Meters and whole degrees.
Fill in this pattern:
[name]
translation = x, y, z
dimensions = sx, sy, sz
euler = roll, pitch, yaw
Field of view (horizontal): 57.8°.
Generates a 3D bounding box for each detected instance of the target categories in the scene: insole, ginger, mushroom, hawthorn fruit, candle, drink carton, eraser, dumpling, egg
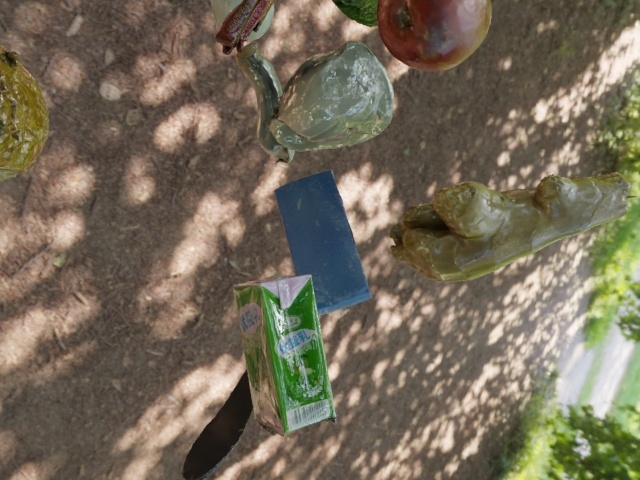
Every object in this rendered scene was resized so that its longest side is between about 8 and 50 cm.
[insole]
translation = -0.184, 0.364, 1.201
dimensions = 0.012, 0.110, 0.309
euler = 64, 34, -26
[ginger]
translation = 0.292, -0.051, 0.960
dimensions = 0.236, 0.375, 0.166
euler = 44, 23, -24
[mushroom]
translation = -0.119, -0.306, 1.316
dimensions = 0.096, 0.099, 0.278
euler = -21, 113, -18
[hawthorn fruit]
translation = 0.162, -0.324, 0.833
dimensions = 0.173, 0.173, 0.173
euler = -29, 128, -45
[candle]
translation = -0.120, -0.491, 1.155
dimensions = 0.302, 0.059, 0.084
euler = -63, 180, -15
[drink carton]
translation = -0.068, 0.199, 1.045
dimensions = 0.108, 0.161, 0.271
euler = -8, 89, -27
[eraser]
translation = 0.000, 0.000, 1.240
dimensions = 0.043, 0.144, 0.312
euler = 61, 12, -64
[dumpling]
translation = 0.029, -0.278, 1.205
dimensions = 0.227, 0.243, 0.175
euler = 28, 76, -28
[egg]
translation = -0.189, -0.577, 1.396
dimensions = 0.151, 0.151, 0.209
euler = -58, 166, -19

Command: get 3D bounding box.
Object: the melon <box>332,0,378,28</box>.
[melon]
translation = 0.146, -0.439, 0.980
dimensions = 0.323, 0.196, 0.124
euler = -31, 88, -30

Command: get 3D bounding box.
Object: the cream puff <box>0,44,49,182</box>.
[cream puff]
translation = -0.552, -0.167, 0.775
dimensions = 0.343, 0.231, 0.327
euler = 4, 93, -26
